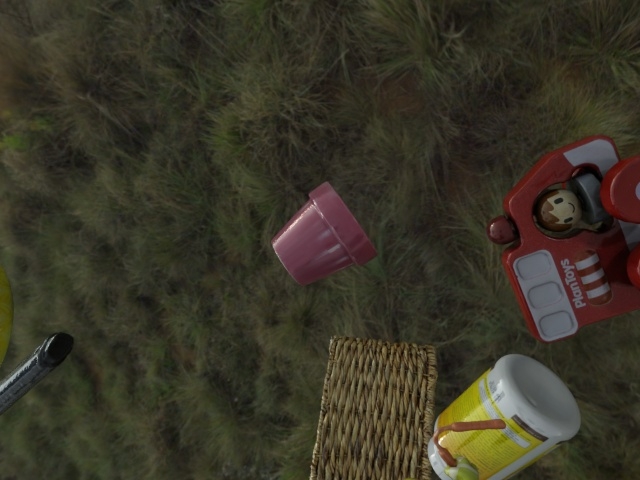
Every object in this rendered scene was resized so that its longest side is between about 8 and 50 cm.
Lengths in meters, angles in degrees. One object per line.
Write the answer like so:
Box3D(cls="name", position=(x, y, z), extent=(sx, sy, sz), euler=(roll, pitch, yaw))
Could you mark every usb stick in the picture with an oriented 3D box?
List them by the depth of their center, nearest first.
Box3D(cls="usb stick", position=(-0.539, 0.255, 0.709), extent=(0.278, 0.077, 0.045), euler=(-37, 113, 18))

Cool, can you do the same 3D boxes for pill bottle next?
Box3D(cls="pill bottle", position=(0.244, 0.267, 0.568), extent=(0.117, 0.117, 0.214), euler=(40, 126, 19))

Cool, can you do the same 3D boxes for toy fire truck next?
Box3D(cls="toy fire truck", position=(0.424, -0.001, 0.658), extent=(0.254, 0.169, 0.301), euler=(-23, 95, 10))

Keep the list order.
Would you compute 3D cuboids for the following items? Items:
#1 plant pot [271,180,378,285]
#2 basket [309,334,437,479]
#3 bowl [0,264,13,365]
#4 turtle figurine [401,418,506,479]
Box3D(cls="plant pot", position=(0.000, 0.000, 0.895), extent=(0.180, 0.201, 0.201), euler=(-35, 79, 4))
Box3D(cls="basket", position=(0.124, 0.372, 0.844), extent=(0.223, 0.213, 0.298), euler=(3, 64, 15))
Box3D(cls="bowl", position=(-0.670, 0.141, 0.636), extent=(0.290, 0.156, 0.289), euler=(-4, 77, 16))
Box3D(cls="turtle figurine", position=(0.094, 0.291, 0.359), extent=(0.087, 0.270, 0.217), euler=(16, 114, 53))
